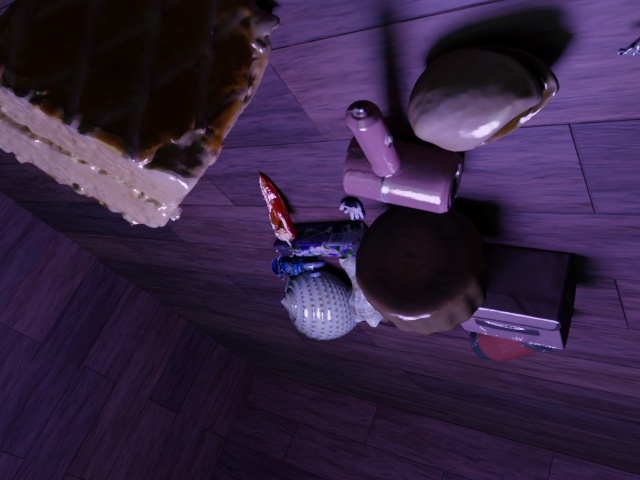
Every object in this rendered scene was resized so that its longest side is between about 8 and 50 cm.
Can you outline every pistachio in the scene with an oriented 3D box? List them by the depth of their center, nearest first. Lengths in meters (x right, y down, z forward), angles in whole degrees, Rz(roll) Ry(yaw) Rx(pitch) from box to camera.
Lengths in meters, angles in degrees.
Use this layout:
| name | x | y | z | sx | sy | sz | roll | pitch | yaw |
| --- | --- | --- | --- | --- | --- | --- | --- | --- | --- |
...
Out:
| name | x | y | z | sx | sy | sz | roll | pitch | yaw |
| --- | --- | --- | --- | --- | --- | --- | --- | --- | --- |
| pistachio | 0.235 | -0.212 | 0.851 | 0.238 | 0.138 | 0.153 | 8 | 124 | 47 |

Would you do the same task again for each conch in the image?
| name | x | y | z | sx | sy | sz | roll | pitch | yaw |
| --- | --- | --- | --- | --- | --- | --- | --- | --- | --- |
| conch | 0.165 | 0.154 | 1.630 | 0.169 | 0.203 | 0.386 | 62 | -175 | 26 |
| conch | 0.014 | 0.226 | 1.860 | 0.319 | 0.215 | 0.303 | 27 | 170 | -19 |

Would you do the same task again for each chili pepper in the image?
| name | x | y | z | sx | sy | sz | roll | pitch | yaw |
| --- | --- | --- | --- | --- | --- | --- | --- | --- | --- |
| chili pepper | -0.112 | -0.070 | 1.520 | 0.059 | 0.050 | 0.267 | 3 | 125 | 40 |

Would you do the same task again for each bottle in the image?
| name | x | y | z | sx | sy | sz | roll | pitch | yaw |
| --- | --- | --- | --- | --- | --- | --- | --- | --- | --- |
| bottle | 0.521 | 0.253 | 1.551 | 0.144 | 0.144 | 0.336 | 25 | 159 | -1 |

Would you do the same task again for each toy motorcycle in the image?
| name | x | y | z | sx | sy | sz | roll | pitch | yaw |
| --- | --- | --- | --- | --- | --- | --- | --- | --- | --- |
| toy motorcycle | -0.073 | 0.072 | 1.713 | 0.136 | 0.092 | 0.254 | -10 | -177 | -16 |

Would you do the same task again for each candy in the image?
| name | x | y | z | sx | sy | sz | roll | pitch | yaw |
| --- | --- | --- | --- | --- | --- | --- | --- | --- | --- |
| candy | 0.000 | 0.000 | 1.565 | 0.312 | 0.088 | 0.061 | -1 | 140 | 45 |

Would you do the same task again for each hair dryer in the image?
| name | x | y | z | sx | sy | sz | roll | pitch | yaw |
| --- | --- | --- | --- | --- | --- | --- | --- | --- | --- |
| hair dryer | 0.128 | -0.152 | 0.994 | 0.211 | 0.125 | 0.352 | 15 | 174 | 20 |

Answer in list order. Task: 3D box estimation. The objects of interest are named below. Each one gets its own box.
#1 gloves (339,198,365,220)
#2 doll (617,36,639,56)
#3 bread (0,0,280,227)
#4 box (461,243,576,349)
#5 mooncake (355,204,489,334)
| name | x | y | z | sx | sy | sz | roll | pitch | yaw |
| --- | --- | --- | --- | --- | --- | --- | --- | --- | --- |
| gloves | 0.078 | -0.077 | 1.414 | 0.064 | 0.026 | 0.086 | 15 | 159 | 23 |
| doll | 0.435 | -0.252 | 0.705 | 0.114 | 0.039 | 0.057 | -1 | 174 | 30 |
| bread | -0.318 | -0.269 | 0.959 | 0.371 | 0.390 | 0.279 | 31 | 160 | -12 |
| box | 0.443 | 0.123 | 1.299 | 0.252 | 0.188 | 0.153 | 4 | 147 | 33 |
| mooncake | 0.224 | 0.060 | 1.238 | 0.291 | 0.290 | 0.161 | 11 | 156 | 29 |
